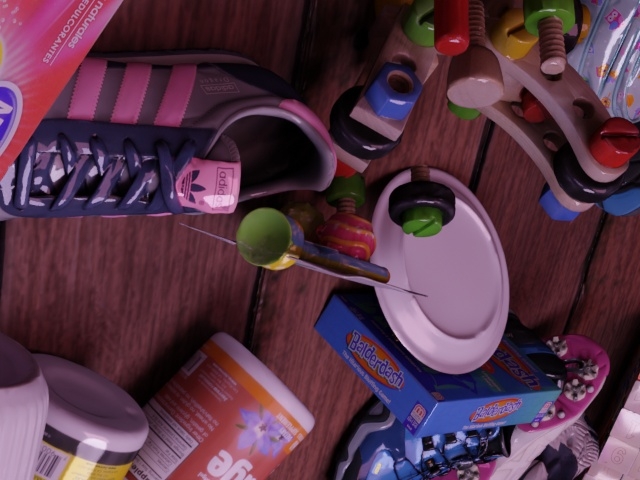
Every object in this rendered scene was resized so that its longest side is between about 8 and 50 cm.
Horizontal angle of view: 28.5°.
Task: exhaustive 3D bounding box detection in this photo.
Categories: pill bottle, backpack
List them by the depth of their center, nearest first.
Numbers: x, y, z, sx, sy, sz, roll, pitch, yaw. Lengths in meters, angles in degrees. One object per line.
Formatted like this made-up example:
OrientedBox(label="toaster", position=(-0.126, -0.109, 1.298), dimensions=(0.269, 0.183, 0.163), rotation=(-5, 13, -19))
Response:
OrientedBox(label="pill bottle", position=(-0.231, 0.203, 0.973), dimensions=(0.119, 0.119, 0.208), rotation=(19, 105, -52))
OrientedBox(label="pill bottle", position=(-0.117, 0.194, 1.083), dimensions=(0.216, 0.121, 0.121), rotation=(-46, 143, -9))
OrientedBox(label="backpack", position=(0.291, -0.205, 1.205), dimensions=(0.152, 0.115, 0.182), rotation=(-14, 131, -43))

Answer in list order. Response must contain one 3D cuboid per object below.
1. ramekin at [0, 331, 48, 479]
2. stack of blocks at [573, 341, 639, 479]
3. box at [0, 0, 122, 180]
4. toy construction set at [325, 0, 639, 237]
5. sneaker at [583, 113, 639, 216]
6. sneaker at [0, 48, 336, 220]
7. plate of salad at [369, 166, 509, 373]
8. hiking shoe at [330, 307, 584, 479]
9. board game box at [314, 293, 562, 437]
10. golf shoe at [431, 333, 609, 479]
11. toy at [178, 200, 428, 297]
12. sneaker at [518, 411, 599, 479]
OrientedBox(label="ramekin", position=(-0.270, 0.109, 0.792), dimensions=(0.207, 0.207, 0.109), rotation=(11, 102, -50))
OrientedBox(label="stack of blocks", position=(0.423, 0.259, 1.678), dimensions=(0.297, 0.087, 0.171), rotation=(-69, 170, 21))
OrientedBox(label="box", position=(-0.248, -0.103, 0.683), dimensions=(0.300, 0.154, 0.142), rotation=(-56, 143, 2))
OrientedBox(label="toy construction set", position=(0.121, -0.169, 1.004), dimensions=(0.309, 0.257, 0.237), rotation=(77, 13, -64))
OrientedBox(label="sneaker", position=(0.384, -0.178, 1.319), dimensions=(0.140, 0.125, 0.341), rotation=(-13, 131, -49))
OrientedBox(label="sneaker", position=(-0.126, -0.062, 0.861), dimensions=(0.319, 0.131, 0.112), rotation=(-17, 131, -38))
OrientedBox(label="plate of salad", position=(0.109, 0.029, 1.193), dimensions=(0.200, 0.048, 0.200), rotation=(15, 68, -42))
OrientedBox(label="hiking shoe", position=(0.134, 0.202, 1.348), dimensions=(0.304, 0.132, 0.113), rotation=(-47, 143, -7))
OrientedBox(label="board game box", position=(0.119, 0.117, 1.238), dimensions=(0.210, 0.160, 0.047), rotation=(3, 124, -48))
OrientedBox(label="golf shoe", position=(0.214, 0.227, 1.490), dimensions=(0.306, 0.115, 0.140), rotation=(-36, 151, -12))
OrientedBox(label="toy", position=(0.000, 0.000, 0.999), dimensions=(0.237, 0.137, 0.056), rotation=(10, 97, -70))
OrientedBox(label="sneaker", position=(0.259, 0.299, 1.606), dimensions=(0.153, 0.094, 0.235), rotation=(-33, -165, 35))
